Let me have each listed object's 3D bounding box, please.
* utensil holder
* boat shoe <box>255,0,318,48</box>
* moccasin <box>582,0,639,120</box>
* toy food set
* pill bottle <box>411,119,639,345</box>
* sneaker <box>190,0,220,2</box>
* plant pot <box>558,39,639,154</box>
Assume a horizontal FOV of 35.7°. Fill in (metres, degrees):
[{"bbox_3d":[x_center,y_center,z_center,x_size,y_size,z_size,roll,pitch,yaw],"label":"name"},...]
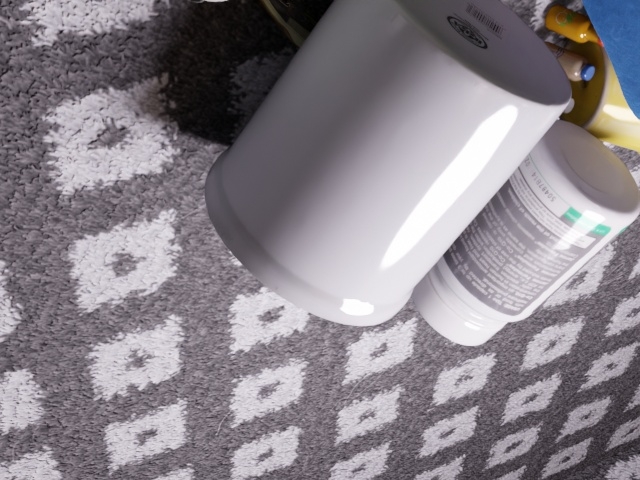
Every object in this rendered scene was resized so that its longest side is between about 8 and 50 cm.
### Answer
[{"bbox_3d":[0.082,-0.133,1.285,0.328,0.327,0.385,6,135,-41],"label":"utensil holder"},{"bbox_3d":[-0.046,-0.298,1.259,0.049,0.056,0.152,-42,153,6],"label":"boat shoe"},{"bbox_3d":[0.455,-0.332,1.428,0.117,0.138,0.341,-27,106,-44],"label":"moccasin"},{"bbox_3d":[0.328,-0.241,1.494,0.232,0.104,0.111,-41,140,-17],"label":"toy food set"},{"bbox_3d":[0.310,-0.001,1.572,0.204,0.204,0.361,3,140,-38],"label":"pill bottle"},{"bbox_3d":[-0.018,-0.430,1.091,0.410,0.158,0.182,-44,174,14],"label":"sneaker"},{"bbox_3d":[0.518,-0.248,1.590,0.239,0.254,0.254,2,134,-17],"label":"plant pot"}]
